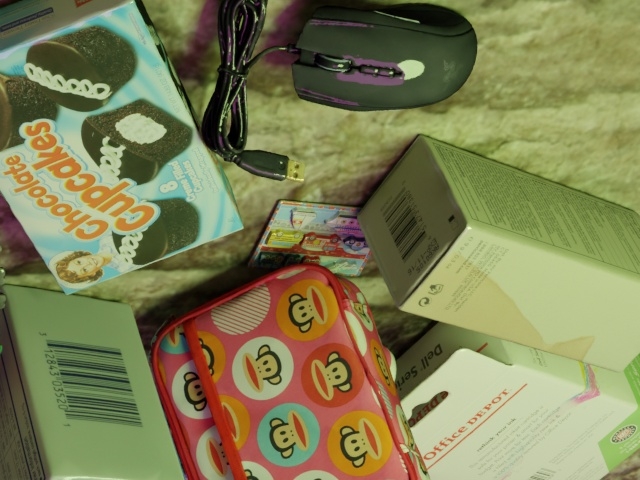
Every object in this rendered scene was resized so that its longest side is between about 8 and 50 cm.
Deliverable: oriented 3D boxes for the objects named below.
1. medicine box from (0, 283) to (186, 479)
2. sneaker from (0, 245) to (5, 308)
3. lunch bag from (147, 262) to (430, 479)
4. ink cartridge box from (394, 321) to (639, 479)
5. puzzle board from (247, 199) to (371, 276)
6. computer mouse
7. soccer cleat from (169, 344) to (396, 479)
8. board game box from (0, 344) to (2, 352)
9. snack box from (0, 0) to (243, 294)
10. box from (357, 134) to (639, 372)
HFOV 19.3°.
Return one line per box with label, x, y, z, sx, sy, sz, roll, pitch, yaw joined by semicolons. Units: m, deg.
medicine box;-0.279;0.240;1.871;0.149;0.263;0.289;10;127;-30
sneaker;-0.369;0.065;1.727;0.135;0.098;0.276;-4;139;-25
lunch bag;-0.045;0.191;1.904;0.258;0.293;0.120;-25;164;12
ink cartridge box;0.197;0.177;2.107;0.353;0.119;0.207;21;126;-40
puzzle board;0.000;0.000;1.919;0.128;0.011;0.096;4;135;-26
computer mouse;0.022;-0.128;1.700;0.262;0.060;0.184;6;113;-25
soccer cleat;-0.039;0.215;2.062;0.331;0.116;0.143;-26;123;22
board game box;-0.467;0.084;1.640;0.317;0.046;0.213;30;135;-22
snack box;-0.206;-0.091;1.699;0.187;0.060;0.322;-21;140;3
box;0.207;0.018;1.909;0.311;0.148;0.121;18;123;-34
